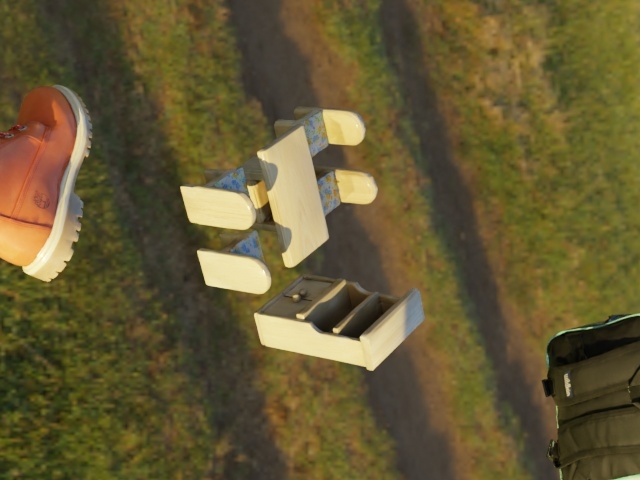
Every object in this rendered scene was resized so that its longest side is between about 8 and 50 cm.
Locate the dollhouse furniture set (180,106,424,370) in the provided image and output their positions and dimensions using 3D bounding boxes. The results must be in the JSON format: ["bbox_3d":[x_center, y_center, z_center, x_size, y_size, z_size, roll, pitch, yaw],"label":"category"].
[{"bbox_3d":[0.000,0.000,1.279,0.212,0.161,0.242,-39,126,-43],"label":"dollhouse furniture set"}]

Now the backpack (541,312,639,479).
[{"bbox_3d":[0.308,0.149,1.086,0.144,0.188,0.165,7,70,-16],"label":"backpack"}]

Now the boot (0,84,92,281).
[{"bbox_3d":[-0.198,-0.055,0.762,0.085,0.059,0.158,26,39,-30],"label":"boot"}]
